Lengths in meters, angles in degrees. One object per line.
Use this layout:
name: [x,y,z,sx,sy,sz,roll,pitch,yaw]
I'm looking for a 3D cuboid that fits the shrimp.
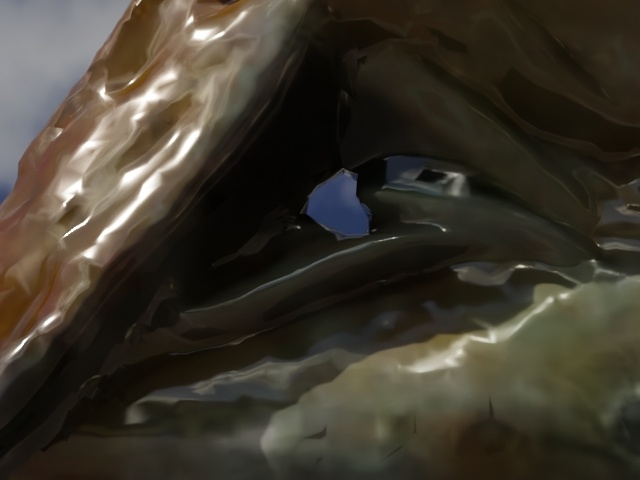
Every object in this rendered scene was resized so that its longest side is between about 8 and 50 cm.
shrimp: [0.000,0.000,0.339,0.317,0.168,0.077,-4,-9,-2]
